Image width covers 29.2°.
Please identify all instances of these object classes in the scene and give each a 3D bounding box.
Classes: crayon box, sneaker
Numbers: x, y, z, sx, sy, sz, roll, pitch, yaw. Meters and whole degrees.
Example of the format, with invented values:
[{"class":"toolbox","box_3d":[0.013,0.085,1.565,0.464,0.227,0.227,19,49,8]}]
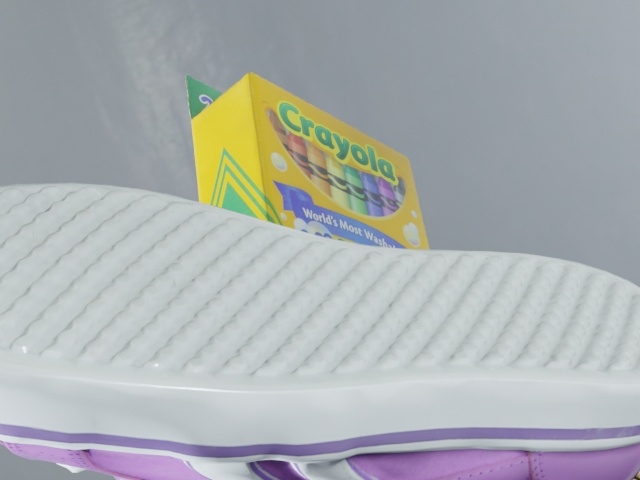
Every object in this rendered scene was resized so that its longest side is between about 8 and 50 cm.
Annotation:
[{"class":"crayon box","box_3d":[0.000,0.000,1.019,0.083,0.203,0.323,-35,49,32]},{"class":"sneaker","box_3d":[-0.022,0.079,0.409,0.102,0.282,0.161,-108,34,-53]}]

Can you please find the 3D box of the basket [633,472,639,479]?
[{"class":"basket","box_3d":[0.273,0.247,1.073,0.213,0.223,0.299,12,146,-2]}]
